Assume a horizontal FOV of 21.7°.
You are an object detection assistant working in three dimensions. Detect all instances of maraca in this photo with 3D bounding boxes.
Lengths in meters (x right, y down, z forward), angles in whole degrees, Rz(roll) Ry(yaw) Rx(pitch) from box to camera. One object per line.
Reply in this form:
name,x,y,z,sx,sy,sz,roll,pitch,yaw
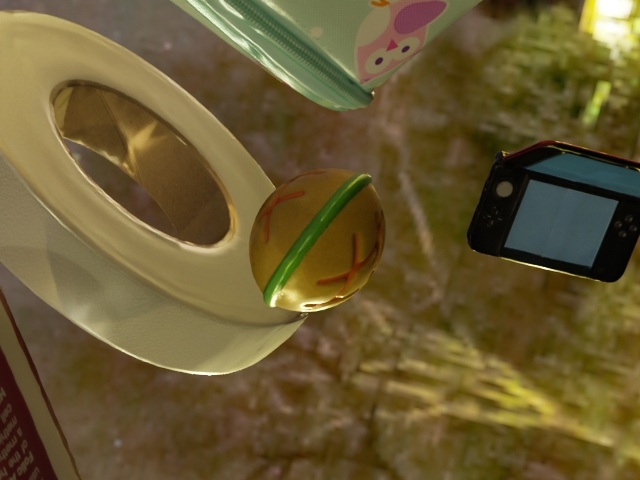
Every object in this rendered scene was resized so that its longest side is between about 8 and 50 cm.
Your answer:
maraca,0.000,0.000,1.309,0.127,0.099,0.186,-49,-5,2

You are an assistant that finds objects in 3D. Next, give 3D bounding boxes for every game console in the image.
game console,0.206,-0.020,1.315,0.085,0.144,0.124,-117,44,-65

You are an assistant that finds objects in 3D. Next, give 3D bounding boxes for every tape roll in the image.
tape roll,-0.174,-0.047,1.497,0.072,0.392,0.392,-46,3,22

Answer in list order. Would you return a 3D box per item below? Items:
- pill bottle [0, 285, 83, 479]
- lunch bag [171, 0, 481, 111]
pill bottle,-0.260,0.163,1.016,0.224,0.224,0.392,-64,-36,-53
lunch bag,-0.060,-0.191,0.661,0.108,0.279,0.224,-44,-45,14
